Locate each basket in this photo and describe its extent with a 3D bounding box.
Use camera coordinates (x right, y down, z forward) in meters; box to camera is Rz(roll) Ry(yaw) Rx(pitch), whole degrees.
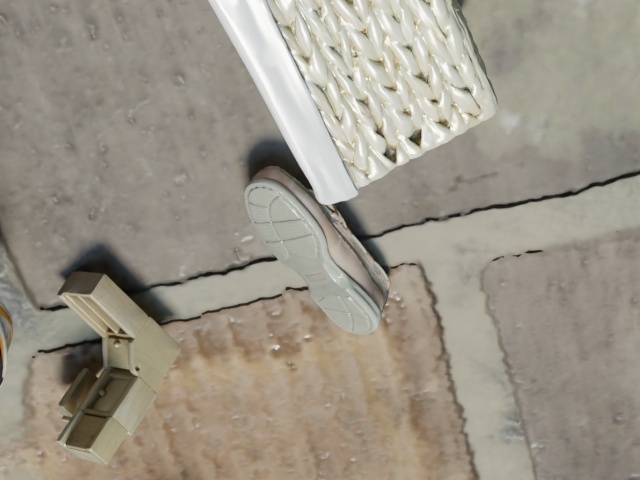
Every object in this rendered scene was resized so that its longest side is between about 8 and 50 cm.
[{"bbox_3d":[0.008,-0.122,0.829,0.103,0.113,0.167,-23,127,8],"label":"basket"}]

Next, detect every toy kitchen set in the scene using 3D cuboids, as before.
[{"bbox_3d":[-0.143,0.073,0.993,0.068,0.083,0.075,2,143,47],"label":"toy kitchen set"}]

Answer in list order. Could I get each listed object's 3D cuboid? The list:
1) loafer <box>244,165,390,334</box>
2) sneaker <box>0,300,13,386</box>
[{"bbox_3d":[0.000,0.000,0.974,0.045,0.039,0.125,-4,133,40],"label":"loafer"},{"bbox_3d":[-0.304,-0.004,0.889,0.321,0.127,0.126,39,111,-3],"label":"sneaker"}]
